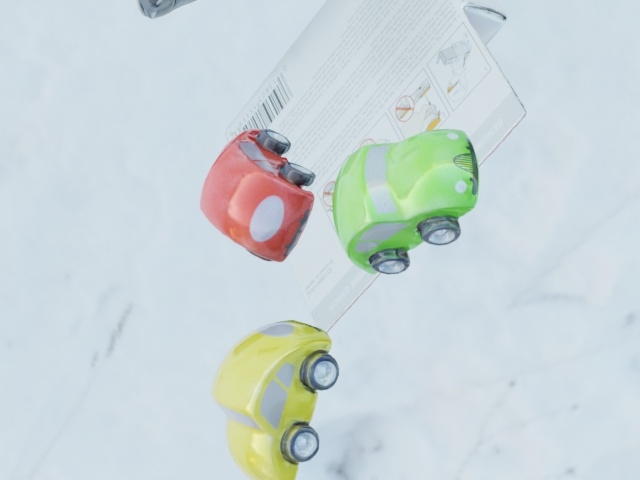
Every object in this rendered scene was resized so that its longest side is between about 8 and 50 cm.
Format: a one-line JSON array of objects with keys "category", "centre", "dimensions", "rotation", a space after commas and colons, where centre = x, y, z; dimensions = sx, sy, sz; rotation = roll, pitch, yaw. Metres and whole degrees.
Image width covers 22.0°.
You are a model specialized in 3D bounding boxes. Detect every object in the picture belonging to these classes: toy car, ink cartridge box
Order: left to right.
[{"category": "toy car", "centre": [0.000, 0.000, 0.928], "dimensions": [0.053, 0.239, 0.225], "rotation": [15, 146, -33]}, {"category": "ink cartridge box", "centre": [0.052, -0.094, 1.348], "dimensions": [0.060, 0.239, 0.275], "rotation": [8, 134, -42]}]

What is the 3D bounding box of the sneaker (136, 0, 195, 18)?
[{"category": "sneaker", "centre": [-0.175, -0.261, 1.308], "dimensions": [0.226, 0.163, 0.086], "rotation": [-2, 169, -15]}]
